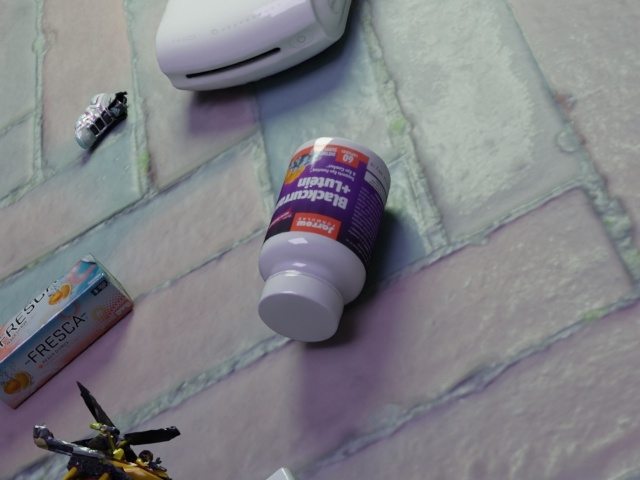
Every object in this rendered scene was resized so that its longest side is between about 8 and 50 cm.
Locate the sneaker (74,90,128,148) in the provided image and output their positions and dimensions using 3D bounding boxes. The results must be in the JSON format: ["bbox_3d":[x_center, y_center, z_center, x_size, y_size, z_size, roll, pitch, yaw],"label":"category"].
[{"bbox_3d":[-0.286,-0.167,1.748,0.069,0.038,0.098,-11,46,31],"label":"sneaker"}]

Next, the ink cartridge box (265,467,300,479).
[{"bbox_3d":[-0.068,0.330,1.069,0.224,0.045,0.223,-38,38,1],"label":"ink cartridge box"}]

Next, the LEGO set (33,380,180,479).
[{"bbox_3d":[-0.055,0.244,0.882,0.255,0.331,0.192,-5,33,41],"label":"LEGO set"}]

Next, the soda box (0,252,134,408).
[{"bbox_3d":[-0.304,0.102,1.471,0.183,0.063,0.058,-41,38,-3],"label":"soda box"}]

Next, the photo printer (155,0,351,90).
[{"bbox_3d":[-0.075,-0.326,1.685,0.256,0.107,0.307,-13,44,29],"label":"photo printer"}]

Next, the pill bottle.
[{"bbox_3d":[0.000,0.000,1.297,0.108,0.108,0.193,-10,46,31],"label":"pill bottle"}]
